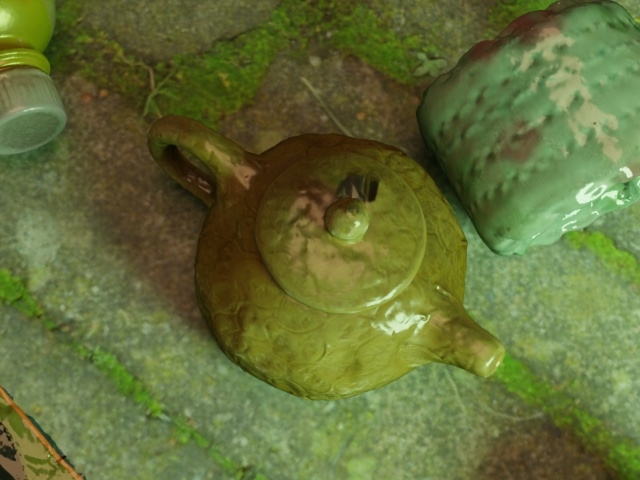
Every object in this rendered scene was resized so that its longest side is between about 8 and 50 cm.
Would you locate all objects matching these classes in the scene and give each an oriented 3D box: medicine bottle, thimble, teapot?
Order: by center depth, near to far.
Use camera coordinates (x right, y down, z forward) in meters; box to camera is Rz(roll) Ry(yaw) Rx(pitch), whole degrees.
[{"bbox_3d":[0.000,0.000,0.708,0.311,0.167,0.203,37,70,7],"label":"teapot"},{"bbox_3d":[-0.267,-0.173,0.759,0.122,0.122,0.212,-21,75,-14],"label":"medicine bottle"},{"bbox_3d":[0.193,-0.089,0.766,0.211,0.185,0.149,-13,71,-48],"label":"thimble"}]

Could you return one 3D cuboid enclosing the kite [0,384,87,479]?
[{"bbox_3d":[-0.320,0.228,0.665,0.377,0.013,0.327,-1,71,-9],"label":"kite"}]
